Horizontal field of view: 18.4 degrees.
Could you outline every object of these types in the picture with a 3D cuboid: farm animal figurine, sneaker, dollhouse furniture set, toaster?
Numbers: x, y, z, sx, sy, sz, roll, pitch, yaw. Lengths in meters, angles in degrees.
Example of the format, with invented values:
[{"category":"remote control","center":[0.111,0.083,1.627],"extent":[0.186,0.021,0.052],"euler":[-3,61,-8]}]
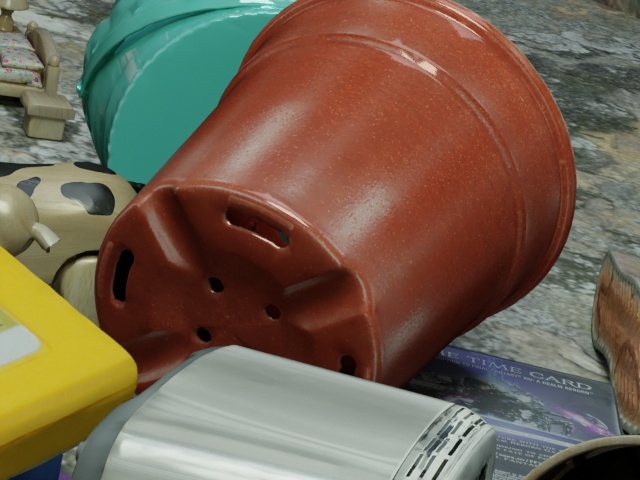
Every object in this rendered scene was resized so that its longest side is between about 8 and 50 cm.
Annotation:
[{"category":"farm animal figurine","center":[-0.243,-0.002,1.287],"extent":[0.327,0.172,0.330],"euler":[-2,23,-40]},{"category":"sneaker","center":[0.289,0.079,1.538],"extent":[0.121,0.108,0.302],"euler":[9,16,-1]},{"category":"dollhouse furniture set","center":[-0.409,-0.248,1.914],"extent":[0.303,0.174,0.355],"euler":[6,19,-22]},{"category":"toaster","center":[-0.011,0.126,0.862],"extent":[0.146,0.129,0.227],"euler":[12,12,13]}]

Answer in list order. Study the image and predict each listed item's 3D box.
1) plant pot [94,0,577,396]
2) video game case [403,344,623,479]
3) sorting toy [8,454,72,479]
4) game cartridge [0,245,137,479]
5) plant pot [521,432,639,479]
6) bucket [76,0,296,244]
[{"category":"plant pot","center":[0.000,0.000,1.322],"extent":[0.272,0.272,0.265],"euler":[19,34,18]},{"category":"video game case","center":[0.118,0.137,1.373],"extent":[0.196,0.026,0.274],"euler":[13,17,0]},{"category":"sorting toy","center":[-0.295,0.099,1.023],"extent":[0.365,0.126,0.127],"euler":[3,20,-27]},{"category":"game cartridge","center":[-0.291,0.039,0.962],"extent":[0.285,0.053,0.323],"euler":[37,30,21]},{"category":"plant pot","center":[0.192,0.176,1.106],"extent":[0.167,0.167,0.165],"euler":[19,12,17]},{"category":"bucket","center":[-0.055,-0.099,1.587],"extent":[0.281,0.281,0.183],"euler":[10,22,-12]}]
